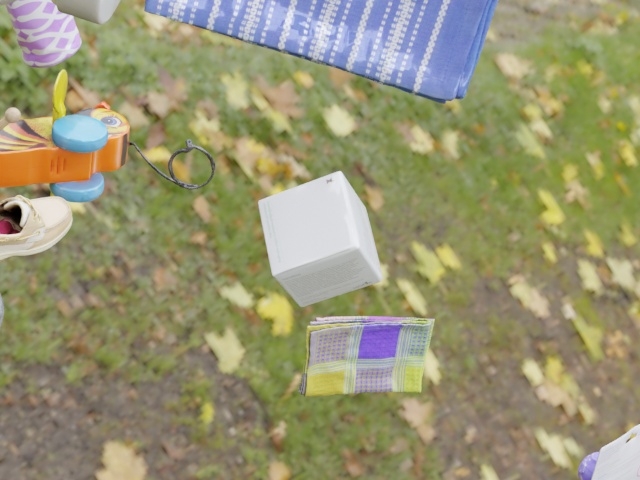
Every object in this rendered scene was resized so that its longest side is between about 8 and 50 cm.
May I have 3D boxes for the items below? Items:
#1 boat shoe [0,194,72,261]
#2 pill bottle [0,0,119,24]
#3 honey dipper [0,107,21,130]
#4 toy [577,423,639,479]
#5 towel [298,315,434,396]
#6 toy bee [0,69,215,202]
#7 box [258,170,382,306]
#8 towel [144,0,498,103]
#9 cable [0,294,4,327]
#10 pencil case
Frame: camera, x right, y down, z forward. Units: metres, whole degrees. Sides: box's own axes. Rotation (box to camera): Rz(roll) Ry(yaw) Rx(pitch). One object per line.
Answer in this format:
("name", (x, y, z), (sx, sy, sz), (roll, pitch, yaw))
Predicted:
("boat shoe", (-0.344, -0.019, 1.521), (0.063, 0.059, 0.170), (41, 40, 18))
("pill bottle", (-0.344, -0.337, 1.225), (0.363, 0.210, 0.210), (20, 36, -3))
("honey dipper", (-0.408, -0.101, 1.558), (0.030, 0.161, 0.030), (51, 10, -12))
("toy", (0.319, 0.308, 1.579), (0.056, 0.237, 0.137), (28, 32, 36))
("towel", (0.028, 0.074, 0.845), (0.083, 0.060, 0.009), (0, 31, -15))
("toy bee", (-0.315, -0.118, 1.762), (0.298, 0.195, 0.162), (19, 24, -28))
("box", (0.000, 0.000, 1.450), (0.087, 0.102, 0.101), (54, 20, -56))
("towel", (0.020, -0.284, 1.298), (0.336, 0.243, 0.040), (15, 18, -12))
("cable", (-0.313, 0.081, 0.921), (0.072, 0.287, 0.139), (27, 72, -46))
("pencil case", (-0.377, -0.322, 1.719), (0.086, 0.088, 0.206), (-49, 135, -40))
